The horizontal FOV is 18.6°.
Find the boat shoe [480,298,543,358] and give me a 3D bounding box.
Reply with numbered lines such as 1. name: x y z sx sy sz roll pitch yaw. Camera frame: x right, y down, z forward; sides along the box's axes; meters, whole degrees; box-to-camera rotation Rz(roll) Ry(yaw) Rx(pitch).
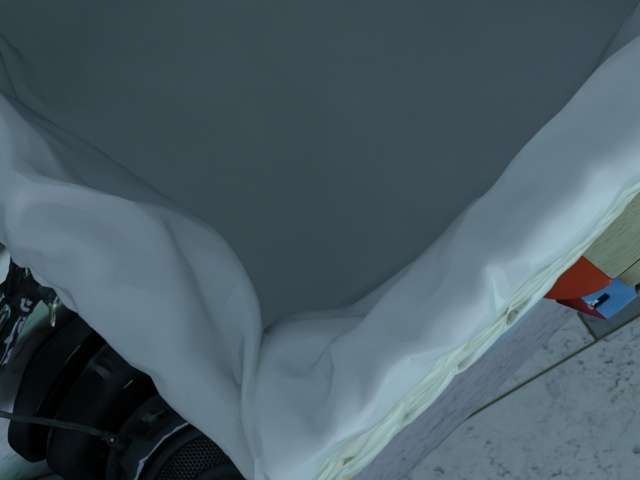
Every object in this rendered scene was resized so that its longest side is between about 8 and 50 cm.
1. boat shoe: 0.040 0.057 1.676 0.367 0.136 0.156 -39 -146 25

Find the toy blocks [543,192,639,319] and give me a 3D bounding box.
1. toy blocks: 0.129 -0.063 1.246 0.261 0.381 0.190 -43 -157 27

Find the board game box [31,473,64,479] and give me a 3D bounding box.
1. board game box: -0.284 0.328 1.601 0.303 0.097 0.224 -51 165 15

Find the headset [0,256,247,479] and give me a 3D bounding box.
1. headset: -0.099 0.110 1.303 0.394 0.243 0.185 30 93 -50

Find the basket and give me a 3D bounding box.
1. basket: -0.010 -0.120 0.710 0.328 0.331 0.266 -44 171 -9
